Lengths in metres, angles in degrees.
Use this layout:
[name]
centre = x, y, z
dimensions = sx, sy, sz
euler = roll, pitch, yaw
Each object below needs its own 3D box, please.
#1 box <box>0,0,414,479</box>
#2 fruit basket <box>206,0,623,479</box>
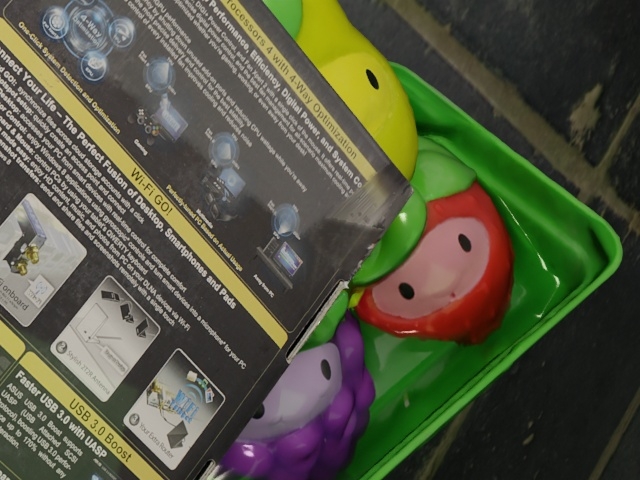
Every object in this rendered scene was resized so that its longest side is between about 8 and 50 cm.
[box]
centre = -0.169, -0.043, 0.701
dimensions = 0.395, 0.097, 0.318
euler = 48, 66, -28
[fruit basket]
centre = 0.000, 0.000, 0.997
dimensions = 0.392, 0.283, 0.392
euler = -42, 159, -20
